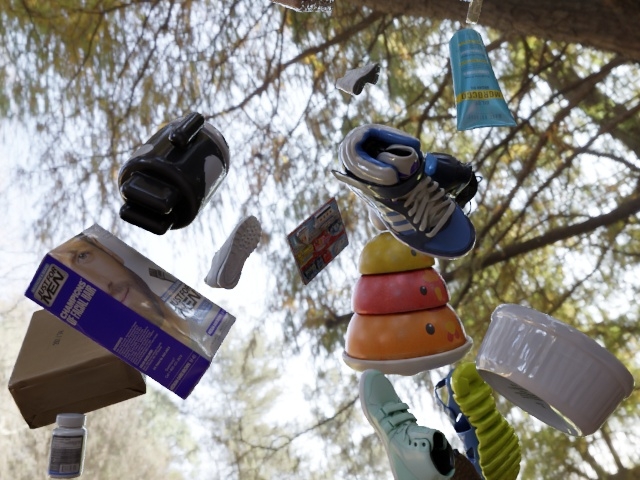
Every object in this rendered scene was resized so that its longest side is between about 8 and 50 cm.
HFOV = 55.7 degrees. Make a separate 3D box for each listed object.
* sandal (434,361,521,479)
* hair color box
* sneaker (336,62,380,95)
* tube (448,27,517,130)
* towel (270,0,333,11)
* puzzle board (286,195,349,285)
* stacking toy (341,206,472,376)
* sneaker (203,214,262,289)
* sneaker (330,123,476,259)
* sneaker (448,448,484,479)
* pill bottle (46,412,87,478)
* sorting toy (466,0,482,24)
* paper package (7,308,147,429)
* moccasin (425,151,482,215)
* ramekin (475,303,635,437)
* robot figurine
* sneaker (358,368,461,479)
[{"bbox_3d":[0.360,0.431,1.410,0.126,0.317,0.138,-19,-1,-29],"label":"sandal"},{"bbox_3d":[-0.339,0.124,1.126,0.339,0.185,0.110,33,-71,-5],"label":"hair color box"},{"bbox_3d":[0.090,-0.382,1.404,0.152,0.061,0.053,-40,-38,-46],"label":"sneaker"},{"bbox_3d":[0.225,-0.229,0.881,0.080,0.207,0.052,-6,-39,8],"label":"tube"},{"bbox_3d":[-0.137,-0.341,0.692,0.317,0.332,0.053,20,-69,-2],"label":"towel"},{"bbox_3d":[0.000,0.000,0.993,0.011,0.128,0.096,8,-52,39],"label":"puzzle board"},{"bbox_3d":[0.200,0.096,1.615,0.351,0.479,0.350,-8,2,0],"label":"stacking toy"},{"bbox_3d":[-0.245,0.027,1.671,0.095,0.235,0.090,0,-36,45],"label":"sneaker"},{"bbox_3d":[0.169,-0.088,1.113,0.130,0.323,0.236,-51,-4,-7],"label":"sneaker"},{"bbox_3d":[0.319,0.529,1.306,0.064,0.192,0.086,-47,-7,-25],"label":"sneaker"},{"bbox_3d":[-0.587,0.476,1.409,0.078,0.137,0.078,3,-10,1],"label":"pill bottle"},{"bbox_3d":[0.305,-0.610,1.190,0.089,0.257,0.255,13,-6,10],"label":"sorting toy"},{"bbox_3d":[-0.633,0.303,1.640,0.310,0.325,0.168,-16,-60,-5],"label":"paper package"},{"bbox_3d":[0.298,-0.111,1.372,0.117,0.137,0.342,12,3,16],"label":"moccasin"},{"bbox_3d":[0.410,0.243,1.102,0.127,0.273,0.273,-54,-29,-11],"label":"ramekin"},{"bbox_3d":[-0.285,-0.129,1.203,0.209,0.278,0.173,-20,-62,31],"label":"robot figurine"},{"bbox_3d":[0.174,0.349,1.169,0.094,0.256,0.151,-7,-26,-37],"label":"sneaker"}]
